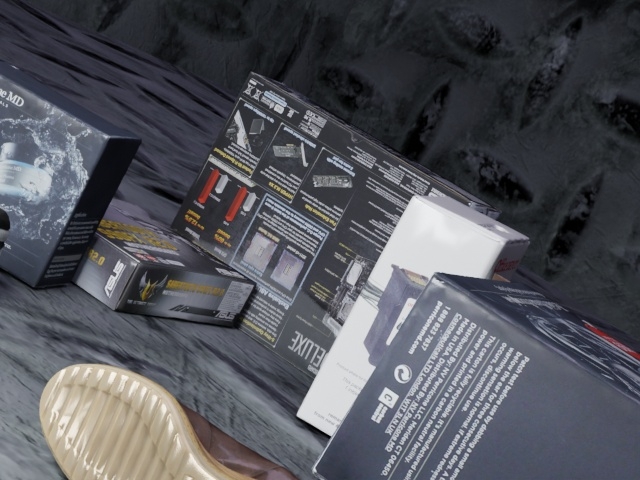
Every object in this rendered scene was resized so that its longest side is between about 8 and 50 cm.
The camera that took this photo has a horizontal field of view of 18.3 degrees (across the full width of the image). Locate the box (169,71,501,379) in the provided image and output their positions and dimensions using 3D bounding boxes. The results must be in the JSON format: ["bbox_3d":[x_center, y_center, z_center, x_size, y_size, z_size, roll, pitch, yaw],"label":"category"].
[{"bbox_3d":[0.000,0.000,2.069,0.307,0.242,0.076,31,9,28],"label":"box"}]

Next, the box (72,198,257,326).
[{"bbox_3d":[-0.195,0.013,1.990,0.183,0.056,0.231,33,9,28],"label":"box"}]

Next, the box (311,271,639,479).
[{"bbox_3d":[0.210,0.181,1.529,0.312,0.179,0.343,34,7,16],"label":"box"}]

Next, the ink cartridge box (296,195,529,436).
[{"bbox_3d":[0.091,0.080,1.877,0.100,0.237,0.172,30,8,12],"label":"ink cartridge box"}]

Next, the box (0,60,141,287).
[{"bbox_3d":[-0.275,-0.062,1.820,0.156,0.158,0.093,29,8,12],"label":"box"}]

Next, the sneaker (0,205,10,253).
[{"bbox_3d":[-0.380,-0.037,1.574,0.162,0.106,0.281,26,-4,25],"label":"sneaker"}]

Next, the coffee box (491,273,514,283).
[{"bbox_3d":[0.189,0.154,1.850,0.141,0.098,0.246,29,-24,16],"label":"coffee box"}]

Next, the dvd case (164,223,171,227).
[{"bbox_3d":[-0.142,0.014,2.323,0.087,0.013,0.119,23,8,-32],"label":"dvd case"}]

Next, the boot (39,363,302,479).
[{"bbox_3d":[-0.064,0.180,1.371,0.248,0.090,0.207,30,-4,24],"label":"boot"}]
